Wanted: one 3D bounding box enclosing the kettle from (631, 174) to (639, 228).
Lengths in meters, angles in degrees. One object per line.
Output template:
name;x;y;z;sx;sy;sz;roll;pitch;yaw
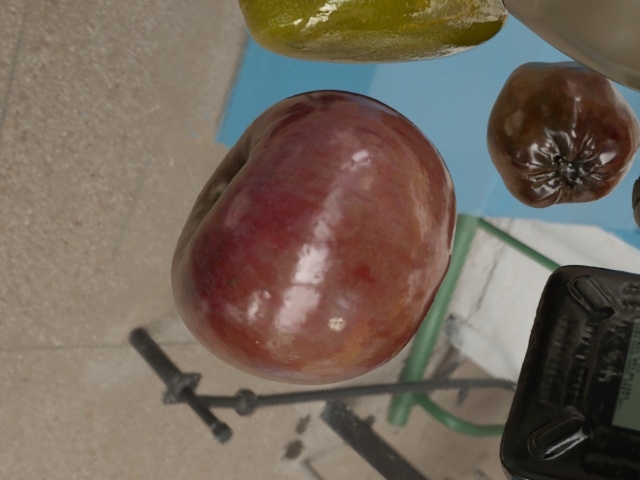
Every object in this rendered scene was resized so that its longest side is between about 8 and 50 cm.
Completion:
kettle;0.391;-0.029;0.899;0.202;0.232;0.144;2;101;-14

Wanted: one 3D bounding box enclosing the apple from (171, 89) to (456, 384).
apple;0.000;0.000;0.498;0.120;0.153;0.153;33;92;-14

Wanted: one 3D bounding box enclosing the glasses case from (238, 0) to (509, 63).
glasses case;0.082;-0.267;1.087;0.371;0.173;0.141;-13;82;-48

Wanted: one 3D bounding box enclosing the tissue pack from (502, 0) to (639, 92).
tissue pack;0.310;-0.298;0.744;0.267;0.277;0.387;116;-10;-56

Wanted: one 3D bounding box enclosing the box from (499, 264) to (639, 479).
box;0.355;0.161;1.055;0.073;0.289;0.290;75;33;-50

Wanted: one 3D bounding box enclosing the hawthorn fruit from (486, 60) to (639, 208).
hawthorn fruit;0.343;-0.167;1.411;0.208;0.248;0.208;4;130;5
